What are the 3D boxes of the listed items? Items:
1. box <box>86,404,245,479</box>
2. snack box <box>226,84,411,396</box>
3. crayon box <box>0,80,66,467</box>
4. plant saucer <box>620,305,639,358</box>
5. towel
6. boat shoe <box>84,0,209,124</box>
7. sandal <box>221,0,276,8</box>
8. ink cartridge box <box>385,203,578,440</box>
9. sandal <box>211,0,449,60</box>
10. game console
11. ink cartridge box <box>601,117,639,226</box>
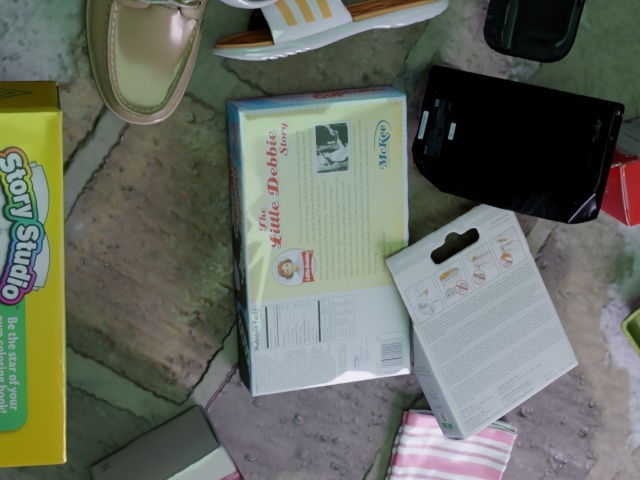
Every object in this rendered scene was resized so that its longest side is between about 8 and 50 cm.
[{"bbox_3d":[-0.131,0.326,1.797,0.149,0.127,0.232,-30,112,-6],"label":"box"},{"bbox_3d":[0.000,0.000,1.778,0.187,0.060,0.322,-6,107,-16],"label":"snack box"},{"bbox_3d":[-0.398,0.037,1.537,0.313,0.106,0.363,-2,111,-14],"label":"crayon box"},{"bbox_3d":[0.464,0.106,1.951,0.188,0.045,0.188,-37,111,-3],"label":"plant saucer"},{"bbox_3d":[0.143,0.297,1.921,0.144,0.029,0.197,10,102,-18],"label":"towel"},{"bbox_3d":[-0.161,-0.277,1.625,0.122,0.110,0.341,3,104,-18],"label":"boat shoe"},{"bbox_3d":[-0.112,-0.384,1.479,0.169,0.102,0.416,-55,133,-18],"label":"sandal"},{"bbox_3d":[0.173,0.084,1.837,0.181,0.056,0.224,-30,99,-26],"label":"ink cartridge box"},{"bbox_3d":[0.005,-0.247,1.695,0.265,0.102,0.076,-17,108,-20],"label":"sandal"},{"bbox_3d":[0.233,-0.209,1.737,0.213,0.044,0.361,15,94,23],"label":"game console"},{"bbox_3d":[0.371,-0.084,1.822,0.231,0.134,0.078,-15,110,-11],"label":"ink cartridge box"}]
